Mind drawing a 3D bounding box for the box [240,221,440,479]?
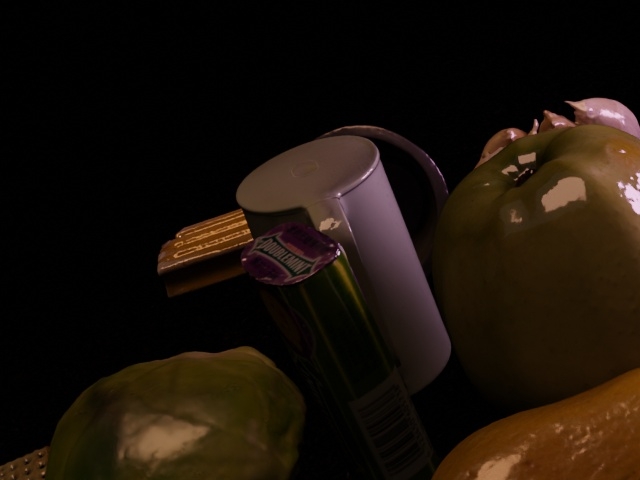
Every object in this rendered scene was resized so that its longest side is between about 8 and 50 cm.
[{"bbox_3d":[0.026,0.149,1.455,0.097,0.346,0.134,-36,32,-18],"label":"box"}]

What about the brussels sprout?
[{"bbox_3d":[-0.158,0.269,1.474,0.344,0.268,0.344,-13,11,3],"label":"brussels sprout"}]

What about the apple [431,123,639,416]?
[{"bbox_3d":[0.298,0.041,1.494,0.357,0.357,0.357,-17,25,9],"label":"apple"}]

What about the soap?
[{"bbox_3d":[-0.159,0.010,2.191,0.232,0.073,0.140,-19,24,6],"label":"soap"}]

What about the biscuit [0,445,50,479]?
[{"bbox_3d":[-0.465,0.361,1.803,0.203,0.016,0.144,-23,25,-6],"label":"biscuit"}]

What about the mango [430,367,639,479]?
[{"bbox_3d":[0.253,0.255,1.282,0.331,0.142,0.195,-22,62,-4],"label":"mango"}]

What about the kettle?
[{"bbox_3d":[0.026,0.057,1.672,0.205,0.318,0.265,-7,28,25],"label":"kettle"}]

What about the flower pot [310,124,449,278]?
[{"bbox_3d":[0.081,-0.046,1.966,0.269,0.269,0.166,-13,3,17],"label":"flower pot"}]

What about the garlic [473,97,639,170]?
[{"bbox_3d":[0.345,-0.095,1.869,0.281,0.203,0.185,-15,44,5],"label":"garlic"}]
